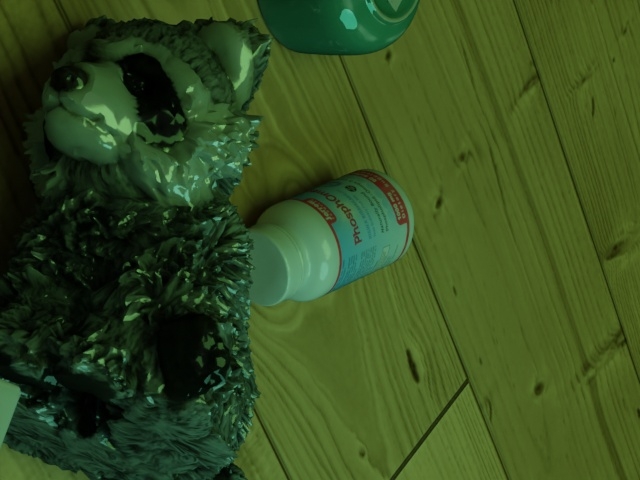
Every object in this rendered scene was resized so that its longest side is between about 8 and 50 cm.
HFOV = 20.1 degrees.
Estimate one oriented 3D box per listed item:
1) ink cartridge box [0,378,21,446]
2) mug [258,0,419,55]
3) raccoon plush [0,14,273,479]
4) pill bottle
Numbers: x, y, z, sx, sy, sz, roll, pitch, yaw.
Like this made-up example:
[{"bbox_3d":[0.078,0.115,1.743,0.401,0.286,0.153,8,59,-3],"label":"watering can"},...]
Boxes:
[{"bbox_3d":[-0.303,0.147,0.948,0.171,0.168,0.232,33,69,-42],"label":"ink cartridge box"},{"bbox_3d":[0.024,-0.231,1.491,0.129,0.097,0.157,-15,108,-48],"label":"mug"},{"bbox_3d":[-0.127,0.034,1.353,0.446,0.216,0.299,86,15,-60],"label":"raccoon plush"},{"bbox_3d":[0.000,0.000,1.509,0.160,0.087,0.087,-24,114,-46],"label":"pill bottle"}]
